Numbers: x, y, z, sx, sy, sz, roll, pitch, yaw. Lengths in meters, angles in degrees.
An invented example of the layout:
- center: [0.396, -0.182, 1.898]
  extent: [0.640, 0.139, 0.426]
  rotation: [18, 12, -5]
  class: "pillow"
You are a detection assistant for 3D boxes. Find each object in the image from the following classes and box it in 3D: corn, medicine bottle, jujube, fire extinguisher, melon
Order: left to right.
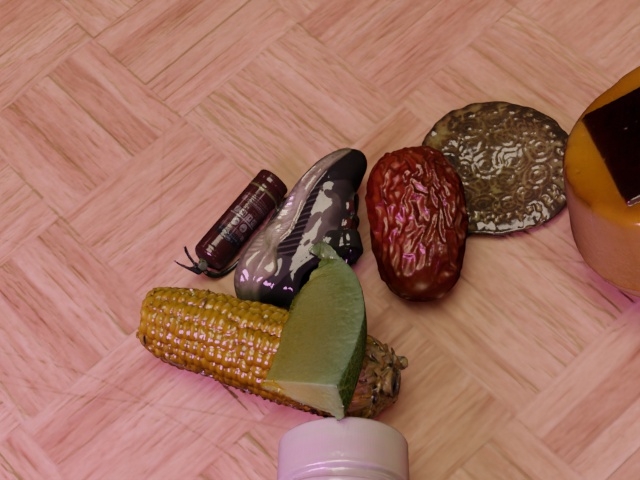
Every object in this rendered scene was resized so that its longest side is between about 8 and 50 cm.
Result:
- center: [-0.102, -0.014, 1.761]
  extent: [0.064, 0.043, 0.158]
  rotation: [44, 73, -13]
  class: "fire extinguisher"
- center: [-0.056, 0.124, 1.630]
  extent: [0.317, 0.115, 0.115]
  rotation: [15, 64, 23]
  class: "corn"
- center: [-0.001, 0.091, 1.552]
  extent: [0.114, 0.053, 0.262]
  rotation: [-16, 35, 15]
  class: "melon"
- center: [0.017, 0.331, 1.446]
  extent: [0.170, 0.170, 0.293]
  rotation: [-4, 56, 11]
  class: "medicine bottle"
- center: [0.110, -0.018, 1.671]
  extent: [0.109, 0.112, 0.176]
  rotation: [0, 72, -23]
  class: "jujube"

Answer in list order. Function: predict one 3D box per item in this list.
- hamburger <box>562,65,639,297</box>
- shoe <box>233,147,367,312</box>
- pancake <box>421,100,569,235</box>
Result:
- center: [0.405, -0.065, 1.580]
  extent: [0.300, 0.176, 0.300]
  rotation: [-19, 44, 19]
  class: "hamburger"
- center: [0.000, 0.000, 1.704]
  extent: [0.112, 0.099, 0.227]
  rotation: [35, 76, 21]
  class: "shoe"
- center: [0.207, -0.086, 1.744]
  extent: [0.199, 0.021, 0.199]
  rotation: [-6, 59, 10]
  class: "pancake"
